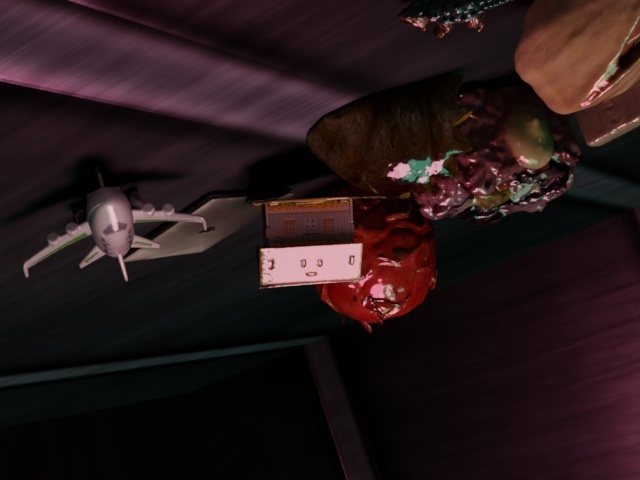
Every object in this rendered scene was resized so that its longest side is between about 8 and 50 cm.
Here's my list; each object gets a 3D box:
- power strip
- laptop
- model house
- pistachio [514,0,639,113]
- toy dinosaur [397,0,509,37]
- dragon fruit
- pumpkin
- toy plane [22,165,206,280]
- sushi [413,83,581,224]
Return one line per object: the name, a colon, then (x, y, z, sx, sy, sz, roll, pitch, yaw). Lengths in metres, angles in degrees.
power strip: (0.496, -0.236, 1.472, 0.070, 0.105, 0.256, -6, 162, -43)
laptop: (-0.188, -0.024, 1.596, 0.187, 0.015, 0.269, -6, 163, -47)
model house: (0.000, 0.000, 1.462, 0.219, 0.136, 0.207, -2, -179, -8)
pistachio: (0.316, -0.239, 1.069, 0.157, 0.157, 0.229, -11, 159, -33)
toy dinosaur: (0.156, -0.252, 1.028, 0.154, 0.049, 0.055, -13, 165, -2)
dragon fruit: (0.089, 0.017, 1.662, 0.240, 0.241, 0.252, -22, 123, 15)
pumpkin: (0.084, -0.118, 1.321, 0.149, 0.131, 0.254, -7, 165, -45)
toy plane: (-0.277, -0.023, 1.270, 0.251, 0.101, 0.255, -16, 164, -12)
sushi: (0.252, -0.126, 1.441, 0.270, 0.171, 0.236, -4, 162, -36)
